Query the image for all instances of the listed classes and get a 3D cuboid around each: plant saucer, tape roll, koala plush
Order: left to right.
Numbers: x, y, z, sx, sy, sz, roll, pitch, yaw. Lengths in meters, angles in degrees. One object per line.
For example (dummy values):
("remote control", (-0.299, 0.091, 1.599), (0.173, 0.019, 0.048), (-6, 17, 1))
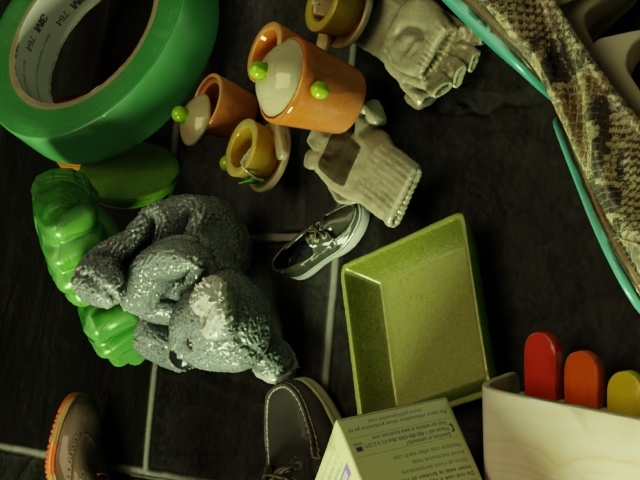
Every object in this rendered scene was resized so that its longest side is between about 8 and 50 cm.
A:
("tape roll", (-0.280, -0.253, 2.035), (0.321, 0.077, 0.321), (-17, 56, 27))
("koala plush", (-0.127, 0.069, 1.808), (0.203, 0.196, 0.221), (-45, 44, -4))
("plant saucer", (0.107, 0.090, 1.633), (0.188, 0.045, 0.188), (-25, 64, 44))

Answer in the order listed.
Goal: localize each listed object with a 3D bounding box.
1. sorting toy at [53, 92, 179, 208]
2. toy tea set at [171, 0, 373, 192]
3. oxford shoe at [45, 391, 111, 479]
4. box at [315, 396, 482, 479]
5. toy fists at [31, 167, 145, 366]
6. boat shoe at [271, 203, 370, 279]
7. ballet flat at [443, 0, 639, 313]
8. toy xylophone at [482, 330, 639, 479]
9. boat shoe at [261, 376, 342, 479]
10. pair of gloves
("sorting toy", (-0.254, -0.056, 2.066), (0.365, 0.127, 0.126), (42, 144, 42))
("toy tea set", (-0.073, -0.173, 1.792), (0.336, 0.124, 0.200), (-36, 46, 47))
("oxford shoe", (-0.283, 0.326, 2.031), (0.098, 0.097, 0.271), (-8, 81, 28))
("box", (0.087, 0.310, 1.504), (0.213, 0.117, 0.243), (107, 148, -50))
("toy fists", (-0.267, 0.042, 1.946), (0.096, 0.279, 0.142), (-17, 47, 1))
("boat shoe", (0.000, 0.000, 1.778), (0.142, 0.040, 0.049), (-42, 54, 36))
("ballet flat", (0.255, -0.151, 1.447), (0.182, 0.164, 0.482), (-37, 60, 14))
("toy xylophone", (0.251, 0.223, 1.409), (0.323, 0.081, 0.236), (18, 110, 48))
("boat shoe", (-0.021, 0.280, 1.712), (0.103, 0.092, 0.285), (-30, 62, 43))
("pair of gloves", (0.075, -0.146, 1.717), (0.204, 0.042, 0.240), (30, 101, 53))
